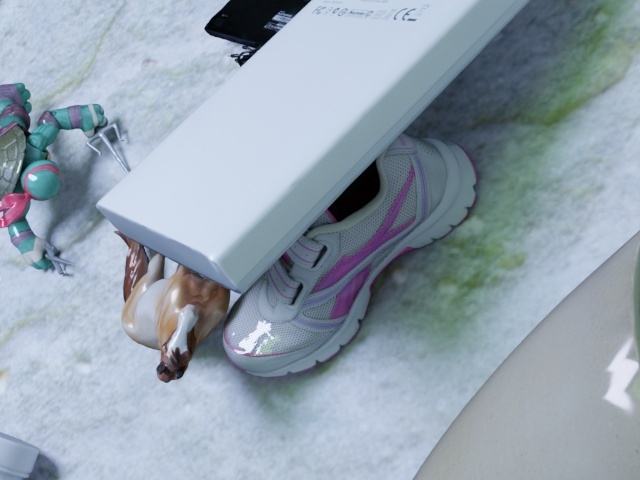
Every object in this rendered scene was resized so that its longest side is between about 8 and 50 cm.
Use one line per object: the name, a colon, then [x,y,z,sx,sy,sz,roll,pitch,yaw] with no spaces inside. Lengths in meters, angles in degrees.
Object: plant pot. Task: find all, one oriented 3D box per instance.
plant pot: [0.167,0.154,0.746,0.274,0.256,0.256,-39,47,41]

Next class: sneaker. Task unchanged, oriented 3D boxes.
sneaker: [0.000,0.000,1.032,0.252,0.111,0.103,-48,46,11]

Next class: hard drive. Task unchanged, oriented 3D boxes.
hard drive: [0.001,-0.117,1.024,0.353,0.047,0.233,-45,28,-14]

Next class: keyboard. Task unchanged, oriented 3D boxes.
keyboard: [-0.034,-0.184,1.220,0.100,0.038,0.192,-46,41,-19]

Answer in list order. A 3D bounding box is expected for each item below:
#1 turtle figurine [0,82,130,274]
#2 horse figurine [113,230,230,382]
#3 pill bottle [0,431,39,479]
turtle figurine: [-0.289,-0.075,1.322,0.175,0.118,0.234,-57,40,2]
horse figurine: [-0.123,0.036,1.122,0.263,0.066,0.174,-3,67,64]
pill bottle: [-0.329,0.265,1.184,0.108,0.108,0.193,13,78,43]
